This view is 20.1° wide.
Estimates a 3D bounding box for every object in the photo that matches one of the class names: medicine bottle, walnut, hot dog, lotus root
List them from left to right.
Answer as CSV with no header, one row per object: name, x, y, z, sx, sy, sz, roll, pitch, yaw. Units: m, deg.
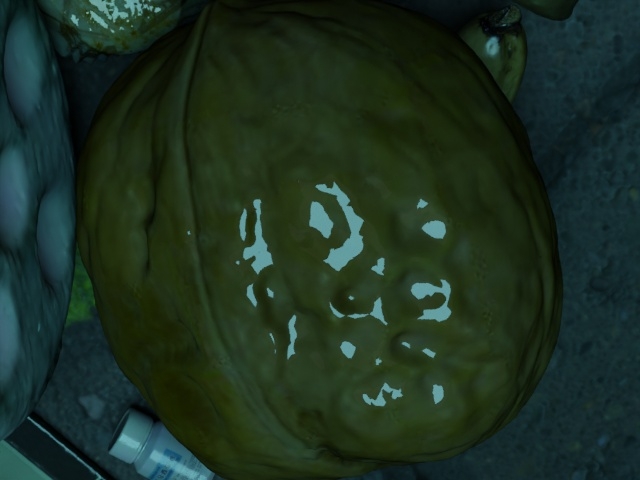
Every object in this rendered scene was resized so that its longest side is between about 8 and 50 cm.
hot dog,-0.193,-0.255,1.368,0.163,0.082,0.270,-36,104,14
medicine bottle,-0.134,0.183,1.555,0.089,0.052,0.052,28,109,-10
walnut,0.000,0.000,1.345,0.354,0.308,0.397,-9,115,21
lotus root,0.124,-0.128,1.417,0.063,0.072,0.152,41,136,19

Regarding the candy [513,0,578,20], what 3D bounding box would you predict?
candy,0.112,-0.261,1.348,0.234,0.102,0.104,31,109,-9

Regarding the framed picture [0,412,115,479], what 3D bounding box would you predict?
framed picture,-0.380,0.253,1.607,0.265,0.016,0.347,41,107,-14

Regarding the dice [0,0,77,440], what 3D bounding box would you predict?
dice,-0.374,-0.020,1.306,0.328,0.330,0.348,0,121,11
